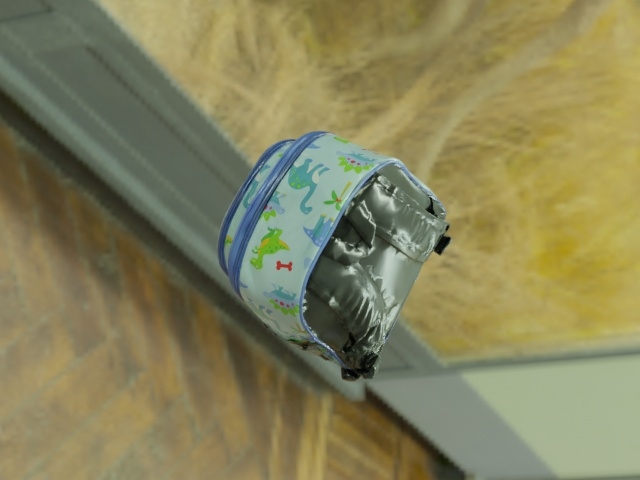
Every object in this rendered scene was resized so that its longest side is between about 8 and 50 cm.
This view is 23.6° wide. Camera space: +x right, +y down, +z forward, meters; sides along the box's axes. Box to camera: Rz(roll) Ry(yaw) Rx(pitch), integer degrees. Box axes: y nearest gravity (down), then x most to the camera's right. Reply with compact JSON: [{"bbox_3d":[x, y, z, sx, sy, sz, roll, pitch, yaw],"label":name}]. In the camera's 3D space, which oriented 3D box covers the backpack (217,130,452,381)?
[{"bbox_3d":[0.000,0.000,0.755,0.105,0.084,0.114,-60,156,-7],"label":"backpack"}]
